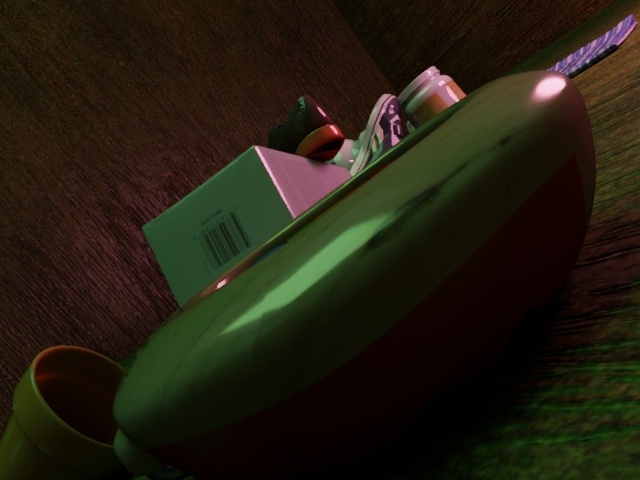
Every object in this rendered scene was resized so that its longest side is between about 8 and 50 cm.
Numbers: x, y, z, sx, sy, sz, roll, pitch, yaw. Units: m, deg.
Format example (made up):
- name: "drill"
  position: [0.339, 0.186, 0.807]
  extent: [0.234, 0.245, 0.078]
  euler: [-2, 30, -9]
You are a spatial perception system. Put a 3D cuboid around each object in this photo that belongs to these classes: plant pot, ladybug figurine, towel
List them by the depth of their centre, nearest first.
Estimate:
- name: "ladybug figurine"
  position: [0.046, 0.038, 0.534]
  extent: [0.449, 0.162, 0.305]
  euler: [-37, 6, -14]
- name: "plant pot"
  position: [-0.375, 0.292, 0.990]
  extent: [0.188, 0.205, 0.205]
  euler: [-51, 2, 11]
- name: "towel"
  position: [0.602, -0.427, 1.681]
  extent: [0.336, 0.040, 0.243]
  euler: [-31, 8, 45]

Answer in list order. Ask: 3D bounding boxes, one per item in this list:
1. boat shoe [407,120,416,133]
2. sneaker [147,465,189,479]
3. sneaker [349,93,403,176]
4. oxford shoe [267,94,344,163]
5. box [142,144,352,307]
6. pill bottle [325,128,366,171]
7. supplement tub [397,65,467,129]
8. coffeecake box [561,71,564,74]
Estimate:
- name: "boat shoe"
  position: [0.305, -0.304, 1.843]
  extent: [0.084, 0.095, 0.258]
  euler: [-26, 19, -24]
- name: "sneaker"
  position: [-0.077, 0.128, 0.748]
  extent: [0.330, 0.130, 0.147]
  euler: [-41, 5, -42]
- name: "sneaker"
  position: [0.156, -0.195, 1.605]
  extent: [0.126, 0.127, 0.321]
  euler: [61, -133, -65]
- name: "oxford shoe"
  position: [-0.048, -0.143, 1.150]
  extent: [0.096, 0.098, 0.271]
  euler: [-21, -13, -34]
- name: "box"
  position: [-0.063, -0.002, 1.045]
  extent: [0.215, 0.168, 0.345]
  euler: [-33, -12, 19]
- name: "pill bottle"
  position: [0.051, -0.143, 1.841]
  extent: [0.362, 0.210, 0.210]
  euler: [-34, 6, 26]
- name: "supplement tub"
  position: [0.297, -0.310, 1.659]
  extent: [0.144, 0.200, 0.144]
  euler: [-40, -3, -3]
- name: "coffeecake box"
  position: [0.361, -0.218, 1.247]
  extent: [0.185, 0.068, 0.142]
  euler: [-37, 6, 3]
